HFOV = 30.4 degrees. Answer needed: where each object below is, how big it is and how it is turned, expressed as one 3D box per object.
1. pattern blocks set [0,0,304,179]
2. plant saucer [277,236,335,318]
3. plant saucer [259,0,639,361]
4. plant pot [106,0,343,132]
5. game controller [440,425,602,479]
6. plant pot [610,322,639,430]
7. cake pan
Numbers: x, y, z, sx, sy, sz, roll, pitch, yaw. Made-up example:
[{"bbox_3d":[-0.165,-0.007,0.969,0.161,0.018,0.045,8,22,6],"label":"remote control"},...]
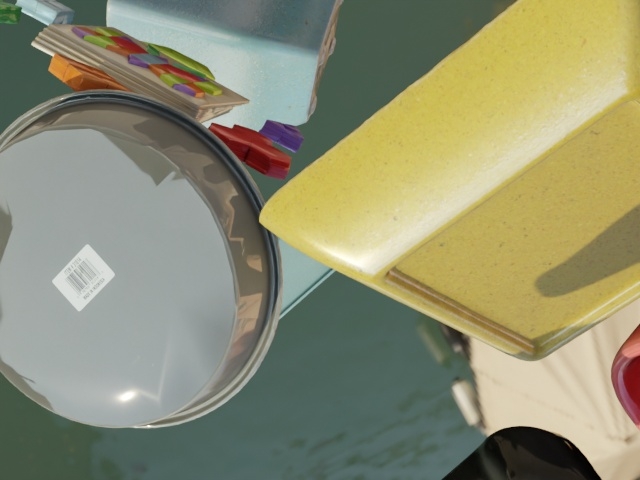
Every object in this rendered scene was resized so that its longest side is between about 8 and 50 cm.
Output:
[{"bbox_3d":[-0.165,-0.160,1.119,0.325,0.285,0.026,25,105,-4],"label":"pattern blocks set"},{"bbox_3d":[0.000,0.000,1.156,0.192,0.067,0.018,-41,173,16],"label":"plant saucer"},{"bbox_3d":[0.181,-0.026,0.889,0.333,0.081,0.333,-37,139,25],"label":"plant saucer"},{"bbox_3d":[-0.108,-0.274,1.494,0.252,0.247,0.247,15,150,1],"label":"plant pot"},{"bbox_3d":[0.034,0.236,0.648,0.319,0.166,0.067,-43,106,8],"label":"game controller"},{"bbox_3d":[0.346,0.048,0.691,0.243,0.275,0.275,-54,151,-16],"label":"plant pot"},{"bbox_3d":[-0.176,0.026,0.961,0.293,0.293,0.054,-44,178,23],"label":"cake pan"}]
